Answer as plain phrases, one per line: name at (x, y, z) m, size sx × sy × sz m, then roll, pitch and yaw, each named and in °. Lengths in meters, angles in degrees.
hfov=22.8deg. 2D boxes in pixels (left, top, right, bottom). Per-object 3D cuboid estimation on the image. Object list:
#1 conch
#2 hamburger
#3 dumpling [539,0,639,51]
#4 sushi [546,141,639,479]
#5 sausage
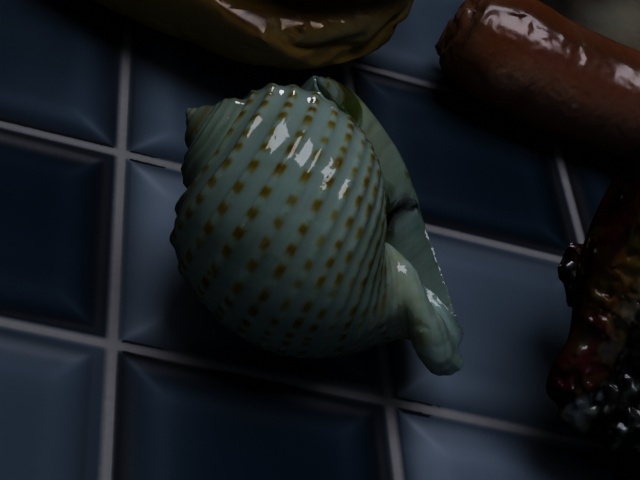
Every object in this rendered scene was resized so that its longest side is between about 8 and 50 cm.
conch at (-0.011, 0.002, 0.902) m, size 0.172 × 0.131 × 0.200 m, roll -81°, pitch 147°, yaw -73°
hamburger at (-0.054, -0.248, 1.134) m, size 0.319 × 0.158 × 0.318 m, roll 15°, pitch 39°, yaw -13°
dumpling at (0.247, -0.183, 1.246) m, size 0.229 × 0.151 × 0.124 m, roll 19°, pitch 66°, yaw -11°
sushi at (0.246, 0.038, 0.930) m, size 0.212 × 0.227 × 0.215 m, roll 26°, pitch 33°, yaw 10°
sausage at (0.287, -0.085, 1.197) m, size 0.419 × 0.094 × 0.094 m, roll 18°, pitch 35°, yaw -10°
